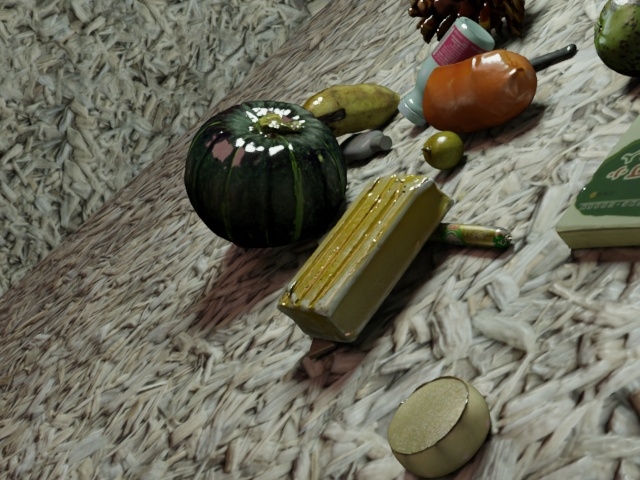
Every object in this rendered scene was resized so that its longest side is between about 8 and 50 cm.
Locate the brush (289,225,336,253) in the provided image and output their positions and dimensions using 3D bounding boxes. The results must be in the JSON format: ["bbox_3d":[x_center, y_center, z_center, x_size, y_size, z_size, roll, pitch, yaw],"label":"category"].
[{"bbox_3d":[0.000,0.000,1.910,0.196,0.021,0.070,-18,29,50],"label":"brush"}]

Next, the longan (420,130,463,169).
[{"bbox_3d":[0.206,-0.155,1.767,0.075,0.083,0.075,-7,82,63],"label":"longan"}]

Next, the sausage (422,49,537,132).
[{"bbox_3d":[0.273,-0.253,1.782,0.133,0.133,0.258,-51,22,-24],"label":"sausage"}]

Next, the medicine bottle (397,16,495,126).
[{"bbox_3d":[0.240,-0.323,1.989,0.216,0.090,0.090,-52,13,26],"label":"medicine bottle"}]

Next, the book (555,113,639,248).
[{"bbox_3d":[0.479,-0.133,1.266,0.371,0.043,0.260,-50,22,-23],"label":"book"}]

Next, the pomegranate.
[{"bbox_3d":[0.484,-0.319,1.534,0.163,0.138,0.126,-30,47,-31],"label":"pomegranate"}]

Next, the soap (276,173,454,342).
[{"bbox_3d":[0.066,0.022,1.564,0.274,0.089,0.173,-53,21,-17],"label":"soap"}]

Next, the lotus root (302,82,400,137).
[{"bbox_3d":[0.054,-0.275,2.164,0.259,0.097,0.110,-14,-38,-34],"label":"lotus root"}]

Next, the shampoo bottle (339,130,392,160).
[{"bbox_3d":[0.095,-0.197,2.123,0.080,0.040,0.165,-41,19,-20],"label":"shampoo bottle"}]

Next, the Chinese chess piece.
[{"bbox_3d":[0.135,0.212,1.166,0.122,0.051,0.122,-35,23,17],"label":"Chinese chess piece"}]

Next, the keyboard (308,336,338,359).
[{"bbox_3d":[0.016,0.127,1.617,0.055,0.017,0.166,-26,24,25],"label":"keyboard"}]

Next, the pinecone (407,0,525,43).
[{"bbox_3d":[0.300,-0.488,2.087,0.264,0.264,0.264,-36,20,15],"label":"pinecone"}]

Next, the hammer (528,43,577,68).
[{"bbox_3d":[0.363,-0.311,1.885,0.246,0.029,0.103,-14,33,50],"label":"hammer"}]

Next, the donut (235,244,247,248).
[{"bbox_3d":[-0.130,-0.058,2.199,0.184,0.073,0.166,-40,20,4],"label":"donut"}]

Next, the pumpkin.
[{"bbox_3d":[-0.105,-0.129,1.985,0.323,0.241,0.323,-1,33,1],"label":"pumpkin"}]

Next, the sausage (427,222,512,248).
[{"bbox_3d":[0.205,-0.009,1.528,0.033,0.033,0.269,-47,20,-16],"label":"sausage"}]
